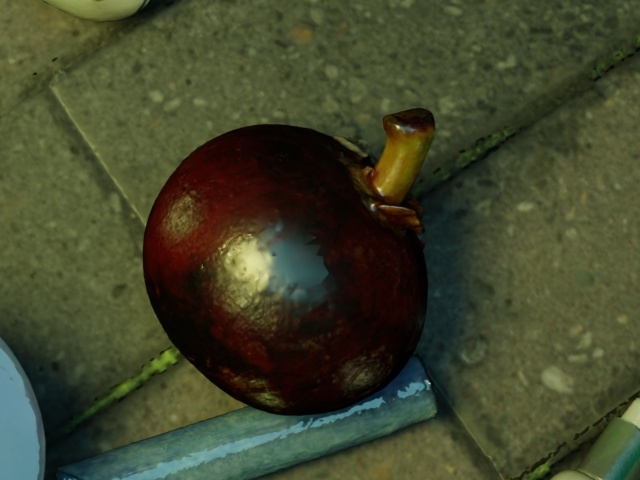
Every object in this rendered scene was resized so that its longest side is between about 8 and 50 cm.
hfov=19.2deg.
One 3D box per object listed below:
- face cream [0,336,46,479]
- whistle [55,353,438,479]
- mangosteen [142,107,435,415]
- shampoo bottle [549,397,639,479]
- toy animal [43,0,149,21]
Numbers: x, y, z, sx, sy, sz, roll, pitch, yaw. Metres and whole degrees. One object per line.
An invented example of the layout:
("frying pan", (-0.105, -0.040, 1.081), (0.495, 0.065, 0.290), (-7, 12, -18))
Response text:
("face cream", (-0.328, 0.161, 1.390), (0.249, 0.225, 0.249), (1, 82, -10))
("whistle", (-0.057, 0.162, 1.503), (0.304, 0.062, 0.062), (-17, 84, -8))
("mangosteen", (0.000, 0.000, 1.434), (0.261, 0.235, 0.235), (-41, 87, 22))
("shampoo bottle", (0.217, 0.210, 1.521), (0.074, 0.074, 0.192), (38, 80, 0))
("toy animal", (-0.174, -0.262, 1.521), (0.138, 0.166, 0.179), (18, 76, -38))
